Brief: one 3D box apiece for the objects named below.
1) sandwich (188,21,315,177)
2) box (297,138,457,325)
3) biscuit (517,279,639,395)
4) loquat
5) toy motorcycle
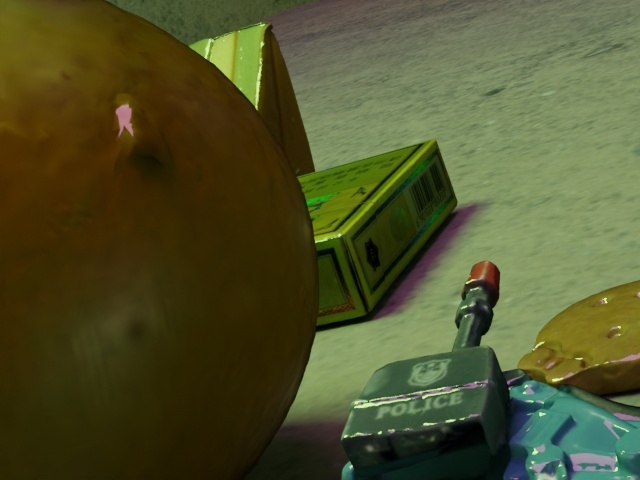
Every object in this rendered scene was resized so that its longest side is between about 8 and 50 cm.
[{"bbox_3d":[-0.095,-0.077,1.208,0.117,0.187,0.144,-11,10,37],"label":"sandwich"},{"bbox_3d":[0.000,-0.001,1.009,0.141,0.064,0.220,-13,13,25],"label":"box"},{"bbox_3d":[0.190,0.031,0.692,0.184,0.027,0.133,-15,16,20],"label":"biscuit"},{"bbox_3d":[-0.162,0.002,0.645,0.328,0.359,0.328,4,14,-1],"label":"loquat"},{"bbox_3d":[0.134,0.063,0.449,0.272,0.124,0.182,-14,25,22],"label":"toy motorcycle"}]
